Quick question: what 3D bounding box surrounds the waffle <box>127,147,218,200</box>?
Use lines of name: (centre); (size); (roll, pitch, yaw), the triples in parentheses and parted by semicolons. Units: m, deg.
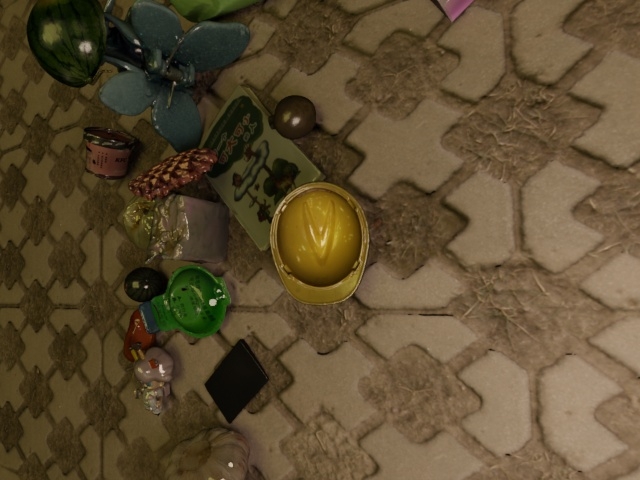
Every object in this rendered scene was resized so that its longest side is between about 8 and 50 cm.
waffle: (-0.378, -0.178, 1.153); (0.221, 0.234, 0.055); (18, 136, 48)

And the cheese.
cheese: (-0.376, 0.178, 1.229); (0.321, 0.083, 0.203); (-21, 88, 26)

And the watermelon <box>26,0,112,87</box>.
watermelon: (-0.586, -0.463, 1.020); (0.204, 0.127, 0.231); (-14, 83, 30)

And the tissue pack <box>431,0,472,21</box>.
tissue pack: (0.228, -0.576, 0.880); (0.149, 0.093, 0.246); (-41, 67, 23)

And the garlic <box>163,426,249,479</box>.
garlic: (-0.260, 0.591, 1.113); (0.219, 0.218, 0.211); (2, 126, 33)

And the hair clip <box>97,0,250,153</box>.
hair clip: (-0.434, -0.470, 1.178); (0.238, 0.319, 0.391); (42, 111, 30)

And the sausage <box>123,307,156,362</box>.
sausage: (-0.535, 0.283, 1.335); (0.089, 0.089, 0.179); (12, 93, 33)

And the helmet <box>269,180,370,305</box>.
helmet: (0.000, 0.000, 0.975); (0.206, 0.140, 0.256); (-3, 96, 1)

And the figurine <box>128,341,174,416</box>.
figurine: (-0.478, 0.390, 1.283); (0.138, 0.112, 0.228); (14, 108, 36)

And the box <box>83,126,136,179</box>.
box: (-0.674, -0.274, 1.419); (0.151, 0.151, 0.135); (30, 111, 30)

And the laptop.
laptop: (-0.221, 0.369, 1.172); (0.135, 0.016, 0.197); (49, 114, 24)

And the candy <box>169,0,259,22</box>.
candy: (-0.248, -0.677, 1.167); (0.344, 0.142, 0.131); (0, 101, 34)

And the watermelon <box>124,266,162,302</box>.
watermelon: (-0.515, 0.127, 1.312); (0.133, 0.105, 0.105); (-27, 72, 52)

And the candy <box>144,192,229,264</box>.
candy: (-0.342, -0.020, 1.169); (0.137, 0.195, 0.184); (3, 85, 28)

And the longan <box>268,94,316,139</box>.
longan: (-0.069, -0.287, 1.051); (0.119, 0.106, 0.106); (-7, 84, 16)

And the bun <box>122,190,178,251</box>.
bun: (-0.497, -0.064, 1.303); (0.223, 0.128, 0.222); (-3, 85, 35)

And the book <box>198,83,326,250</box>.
book: (-0.174, -0.192, 1.152); (0.260, 0.043, 0.370); (-50, 64, 22)
